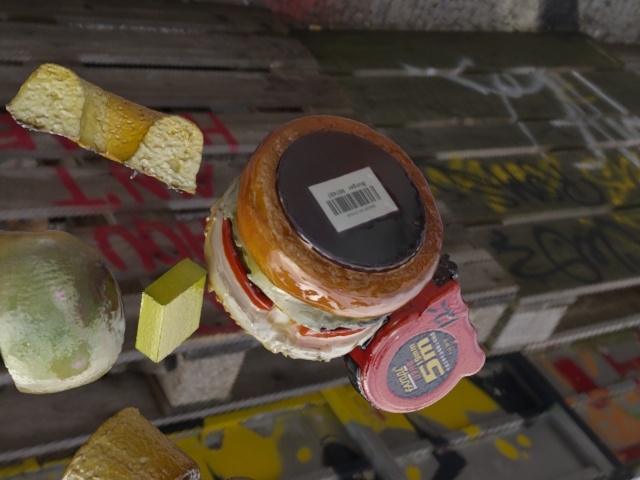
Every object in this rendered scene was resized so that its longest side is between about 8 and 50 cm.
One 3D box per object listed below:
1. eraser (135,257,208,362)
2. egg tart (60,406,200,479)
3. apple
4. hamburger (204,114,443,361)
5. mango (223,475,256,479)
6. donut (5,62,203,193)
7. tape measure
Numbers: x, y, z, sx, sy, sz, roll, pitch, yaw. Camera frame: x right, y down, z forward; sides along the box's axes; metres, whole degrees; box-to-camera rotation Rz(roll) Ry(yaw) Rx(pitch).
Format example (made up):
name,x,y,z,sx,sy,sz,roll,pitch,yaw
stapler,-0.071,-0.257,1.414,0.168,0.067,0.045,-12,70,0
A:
name,x,y,z,sx,sy,sz,roll,pitch,yaw
eraser,-0.209,0.098,1.241,0.097,0.045,0.122,-40,156,-44
egg tart,-0.271,0.362,1.278,0.202,0.147,0.202,-57,165,-24
apple,-0.392,0.107,1.302,0.193,0.120,0.264,-11,105,-5
hamburger,0.000,0.000,1.287,0.330,0.329,0.250,-9,153,-34
mango,-0.114,0.473,1.286,0.143,0.195,0.331,-3,134,-1
donut,-0.285,-0.149,1.182,0.259,0.152,0.101,21,90,-21
tape measure,0.162,0.181,1.578,0.261,0.114,0.253,-32,127,-7
